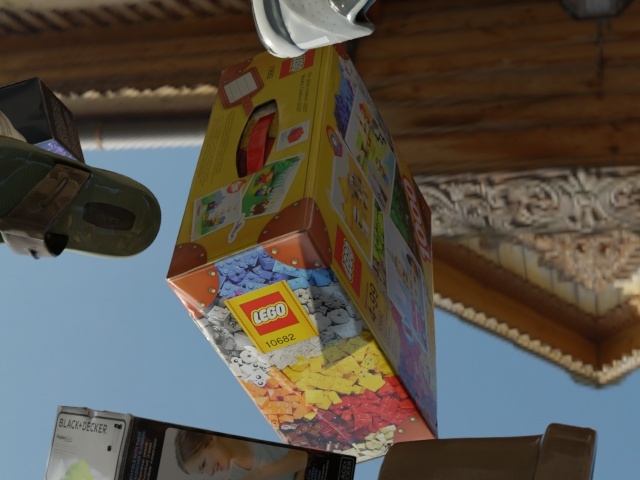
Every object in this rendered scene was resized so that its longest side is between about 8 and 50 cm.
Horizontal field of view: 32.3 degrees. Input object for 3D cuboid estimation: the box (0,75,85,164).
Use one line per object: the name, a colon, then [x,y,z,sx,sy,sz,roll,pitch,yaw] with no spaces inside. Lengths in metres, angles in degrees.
box: [-0.478,-0.163,1.754,0.153,0.207,0.108,-16,-100,1]

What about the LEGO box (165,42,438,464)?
LEGO box: [0.000,0.000,1.505,0.193,0.372,0.500,-20,-147,18]

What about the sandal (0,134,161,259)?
sandal: [-0.273,-0.032,1.123,0.086,0.302,0.120,31,-73,41]

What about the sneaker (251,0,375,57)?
sneaker: [0.000,-0.266,0.880,0.132,0.229,0.086,-4,-156,23]

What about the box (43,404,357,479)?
box: [-0.126,0.245,1.179,0.169,0.290,0.087,-5,-109,51]

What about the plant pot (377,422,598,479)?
plant pot: [0.178,0.320,1.232,0.229,0.263,0.263,7,-129,15]

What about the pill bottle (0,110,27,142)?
pill bottle: [-0.500,-0.128,1.465,0.160,0.283,0.160,-1,-100,8]
